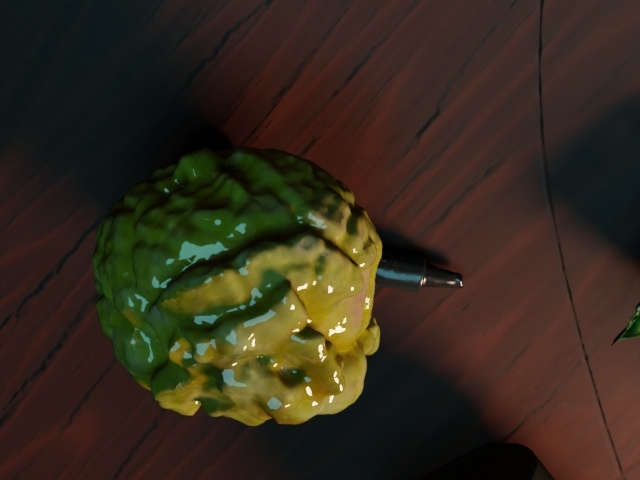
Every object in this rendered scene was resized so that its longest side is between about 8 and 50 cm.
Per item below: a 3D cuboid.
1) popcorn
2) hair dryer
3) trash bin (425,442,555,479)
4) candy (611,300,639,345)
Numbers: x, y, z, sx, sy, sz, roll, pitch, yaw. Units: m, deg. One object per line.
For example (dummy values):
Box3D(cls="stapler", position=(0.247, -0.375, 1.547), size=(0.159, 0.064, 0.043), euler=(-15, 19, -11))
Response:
Box3D(cls="popcorn", position=(-0.057, 0.047, 1.580), size=(0.259, 0.212, 0.259), euler=(1, 116, 2))
Box3D(cls="hair dryer", position=(0.000, 0.000, 1.703), size=(0.255, 0.070, 0.128), euler=(7, 120, -4))
Box3D(cls="trash bin", position=(0.205, 0.363, 1.786), size=(0.214, 0.214, 0.334), euler=(-32, 105, 23))
Box3D(cls="candy", position=(0.351, 0.043, 1.657), size=(0.203, 0.078, 0.141), euler=(17, 134, -26))
